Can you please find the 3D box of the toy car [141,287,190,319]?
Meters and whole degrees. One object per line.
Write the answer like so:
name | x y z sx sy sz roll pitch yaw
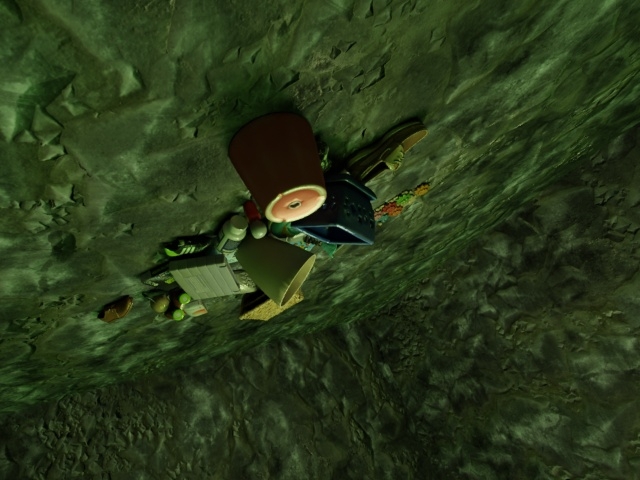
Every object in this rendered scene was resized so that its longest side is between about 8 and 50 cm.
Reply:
toy car | -0.719 0.273 1.930 0.188 0.148 0.155 24 169 -29

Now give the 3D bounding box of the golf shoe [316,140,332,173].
golf shoe | 0.001 -0.283 1.452 0.094 0.077 0.198 -25 167 -26

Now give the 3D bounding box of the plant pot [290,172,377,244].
plant pot | 0.062 -0.115 1.543 0.236 0.212 0.236 0 162 42

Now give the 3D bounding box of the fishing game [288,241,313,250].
fishing game | -0.096 0.034 2.094 0.189 0.041 0.264 1 145 -43

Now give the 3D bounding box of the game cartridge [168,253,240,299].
game cartridge | -0.489 0.161 1.809 0.230 0.068 0.355 -4 153 -2

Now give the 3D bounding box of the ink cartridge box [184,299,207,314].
ink cartridge box | -0.718 0.385 2.285 0.179 0.045 0.145 -21 157 -12

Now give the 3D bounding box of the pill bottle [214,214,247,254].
pill bottle | -0.348 -0.025 1.653 0.094 0.094 0.169 -5 152 -37

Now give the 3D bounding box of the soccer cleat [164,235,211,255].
soccer cleat | -0.516 0.017 1.636 0.179 0.060 0.072 -16 155 -9

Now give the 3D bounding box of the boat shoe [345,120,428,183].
boat shoe | 0.251 -0.310 1.549 0.324 0.119 0.123 -30 157 17

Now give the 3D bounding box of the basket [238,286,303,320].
basket | -0.282 0.269 2.218 0.299 0.213 0.223 -32 153 23

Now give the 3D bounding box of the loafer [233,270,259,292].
loafer | -0.435 0.210 2.090 0.111 0.112 0.319 -30 149 29

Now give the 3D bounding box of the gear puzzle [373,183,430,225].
gear puzzle | 0.401 -0.175 2.089 0.339 0.044 0.175 -32 156 21

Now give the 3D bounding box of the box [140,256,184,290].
box | -0.643 0.149 1.827 0.191 0.045 0.184 -25 155 7

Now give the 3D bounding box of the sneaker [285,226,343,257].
sneaker | 0.000 0.000 1.913 0.296 0.178 0.123 -18 152 -16

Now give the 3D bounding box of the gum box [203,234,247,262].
gum box | -0.411 0.045 1.818 0.157 0.041 0.184 -9 153 -32

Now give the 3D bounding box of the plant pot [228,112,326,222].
plant pot | -0.114 -0.204 1.281 0.275 0.243 0.275 -19 158 -8

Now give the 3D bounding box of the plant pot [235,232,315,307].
plant pot | -0.203 0.095 1.727 0.256 0.274 0.256 -56 171 -14

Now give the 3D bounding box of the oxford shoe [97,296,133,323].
oxford shoe | -0.925 0.314 1.898 0.212 0.076 0.076 -33 145 21

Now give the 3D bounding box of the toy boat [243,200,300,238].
toy boat | -0.152 -0.079 1.647 0.318 0.148 0.267 -3 150 -41
